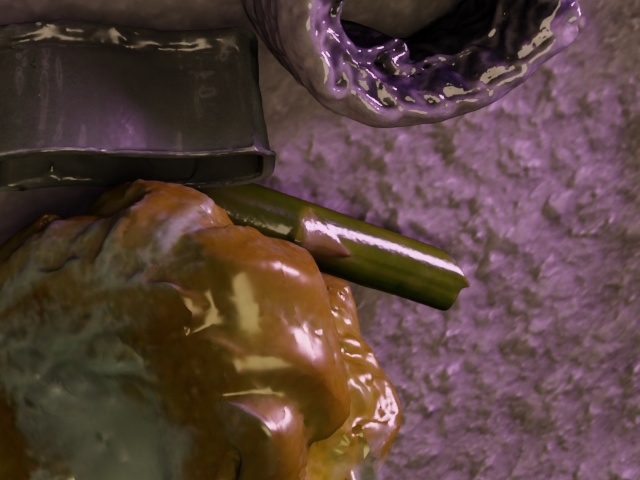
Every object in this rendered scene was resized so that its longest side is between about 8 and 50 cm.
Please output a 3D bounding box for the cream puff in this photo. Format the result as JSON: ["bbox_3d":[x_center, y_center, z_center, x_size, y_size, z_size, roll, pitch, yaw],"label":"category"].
[{"bbox_3d":[-0.109,0.122,1.094,0.378,0.275,0.378,7,110,21],"label":"cream puff"}]

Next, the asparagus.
[{"bbox_3d":[0.001,-0.002,1.185,0.277,0.067,0.060,19,79,-26],"label":"asparagus"}]

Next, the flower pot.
[{"bbox_3d":[-0.149,-0.102,1.055,0.229,0.103,0.108,-2,77,-16],"label":"flower pot"}]

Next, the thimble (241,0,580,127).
[{"bbox_3d":[0.070,-0.201,1.069,0.245,0.157,0.217,-10,115,-13],"label":"thimble"}]
